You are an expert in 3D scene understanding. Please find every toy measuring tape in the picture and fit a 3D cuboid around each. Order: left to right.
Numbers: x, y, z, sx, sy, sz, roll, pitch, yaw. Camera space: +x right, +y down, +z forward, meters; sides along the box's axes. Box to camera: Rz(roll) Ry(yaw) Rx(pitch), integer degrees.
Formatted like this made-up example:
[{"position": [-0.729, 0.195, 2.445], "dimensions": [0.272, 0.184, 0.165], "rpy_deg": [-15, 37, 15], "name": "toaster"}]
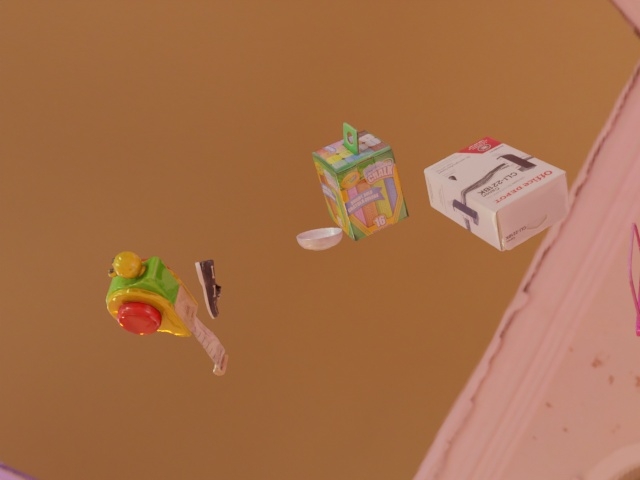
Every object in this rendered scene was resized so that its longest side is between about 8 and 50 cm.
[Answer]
[{"position": [-0.262, 0.128, 1.209], "dimensions": [0.121, 0.121, 0.330], "rpy_deg": [-41, -41, -15], "name": "toy measuring tape"}]

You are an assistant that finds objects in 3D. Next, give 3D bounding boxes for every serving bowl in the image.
[{"position": [0.000, 0.000, 1.301], "dimensions": [0.083, 0.083, 0.027], "rpy_deg": [-14, -77, -27], "name": "serving bowl"}]

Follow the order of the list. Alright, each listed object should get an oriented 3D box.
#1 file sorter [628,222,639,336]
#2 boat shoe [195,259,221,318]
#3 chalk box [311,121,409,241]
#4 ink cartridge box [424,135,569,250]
[{"position": [0.792, 0.059, 1.500], "dimensions": [0.182, 0.290, 0.202], "rpy_deg": [64, -144, -30], "name": "file sorter"}, {"position": [-0.212, 0.095, 1.433], "dimensions": [0.038, 0.046, 0.125], "rpy_deg": [-16, -69, -9], "name": "boat shoe"}, {"position": [0.075, -0.133, 1.489], "dimensions": [0.132, 0.132, 0.213], "rpy_deg": [-25, -59, -10], "name": "chalk box"}, {"position": [0.398, -0.113, 1.670], "dimensions": [0.197, 0.273, 0.114], "rpy_deg": [-28, -54, -15], "name": "ink cartridge box"}]
